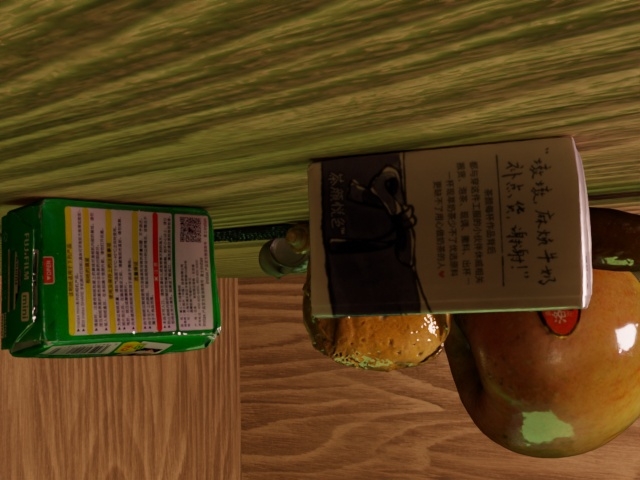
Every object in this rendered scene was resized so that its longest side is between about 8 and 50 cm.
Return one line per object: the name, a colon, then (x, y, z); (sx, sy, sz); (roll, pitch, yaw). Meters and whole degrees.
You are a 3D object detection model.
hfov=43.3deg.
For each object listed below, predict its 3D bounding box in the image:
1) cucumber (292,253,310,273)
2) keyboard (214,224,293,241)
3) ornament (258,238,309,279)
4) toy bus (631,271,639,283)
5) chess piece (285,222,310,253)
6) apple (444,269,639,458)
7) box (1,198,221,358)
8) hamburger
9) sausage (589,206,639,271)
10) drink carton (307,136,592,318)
cucumber: (-0.062, 0.038, 1.673); (0.111, 0.064, 0.064); (-3, 176, 23)
keyboard: (-0.121, -0.011, 1.303); (0.195, 0.018, 0.060); (-5, 172, 32)
ornament: (-0.073, 0.031, 1.488); (0.074, 0.081, 0.156); (3, 170, -15)
toy bus: (0.610, 0.033, 1.331); (0.301, 0.139, 0.113); (3, 172, -33)
chess piece: (0.000, 0.001, 1.265); (0.060, 0.060, 0.172); (-4, 173, 31)
apple: (0.361, 0.159, 1.251); (0.304, 0.339, 0.338); (-12, 177, -7)
box: (-0.240, 0.046, 0.947); (0.250, 0.180, 0.103); (4, 169, -43)
hamburger: (0.081, 0.076, 1.165); (0.244, 0.245, 0.163); (-1, 179, -14)
sausage: (0.298, -0.004, 1.073); (0.102, 0.076, 0.302); (19, 170, -34)
drink carton: (0.108, -0.005, 0.674); (0.222, 0.134, 0.102); (-4, 173, 21)
